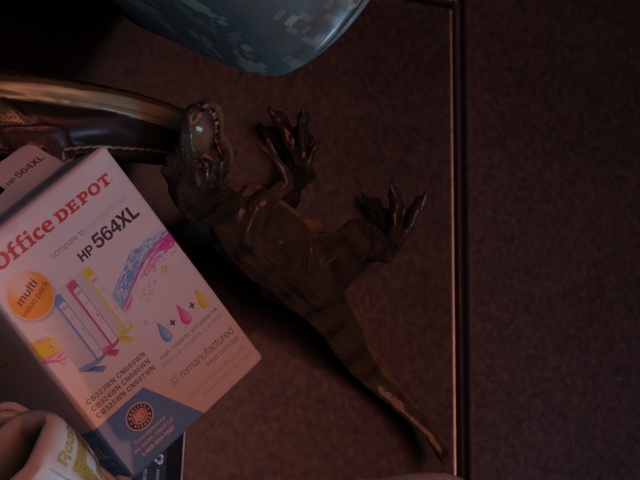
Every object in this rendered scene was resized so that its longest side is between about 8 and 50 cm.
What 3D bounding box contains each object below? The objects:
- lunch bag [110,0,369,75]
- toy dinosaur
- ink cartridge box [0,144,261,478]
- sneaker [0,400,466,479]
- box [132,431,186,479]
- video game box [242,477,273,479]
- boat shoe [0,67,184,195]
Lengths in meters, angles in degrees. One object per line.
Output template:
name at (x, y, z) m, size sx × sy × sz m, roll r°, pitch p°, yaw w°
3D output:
lunch bag at (-0.100, -0.232, 0.923) m, size 0.256 × 0.305 × 0.212 m, roll 34°, pitch 89°, yaw -27°
toy dinosaur at (0.000, 0.000, 1.082) m, size 0.268 × 0.064 × 0.118 m, roll 48°, pitch 44°, yaw -33°
ink cartridge box at (-0.117, 0.031, 0.923) m, size 0.092 × 0.090 × 0.143 m, roll -42°, pitch 102°, yaw -30°
sneaker at (-0.063, 0.133, 0.836) m, size 0.292 × 0.108 × 0.169 m, roll -21°, pitch 128°, yaw -8°
box at (-0.175, 0.136, 0.956) m, size 0.216 × 0.060 × 0.270 m, roll 9°, pitch 75°, yaw -28°
video game box at (0.020, 0.249, 1.056) m, size 0.187 × 0.048 × 0.205 m, roll 21°, pitch 70°, yaw -28°
boat shoe at (-0.169, -0.049, 0.991) m, size 0.223 × 0.080 × 0.073 m, roll 7°, pitch 89°, yaw -31°
